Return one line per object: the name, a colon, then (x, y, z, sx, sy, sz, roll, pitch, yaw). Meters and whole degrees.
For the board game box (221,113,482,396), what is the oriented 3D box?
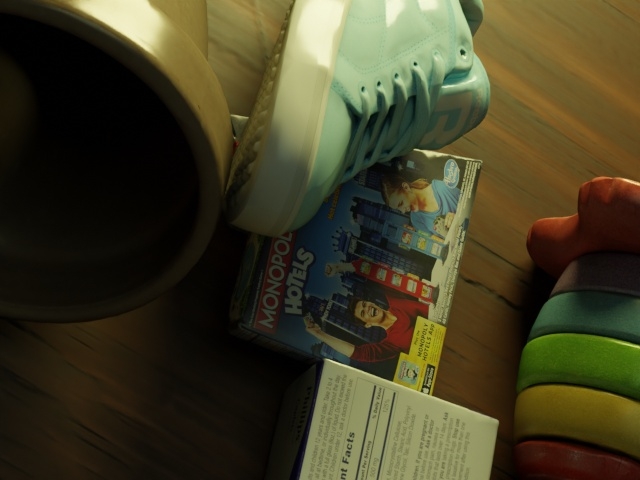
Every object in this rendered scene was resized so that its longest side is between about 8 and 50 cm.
board game box: (0.000, 0.000, 1.307, 0.194, 0.060, 0.194, 22, 62, -14)

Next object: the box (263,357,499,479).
box: (0.036, 0.165, 1.249, 0.137, 0.072, 0.126, 21, 63, -17)

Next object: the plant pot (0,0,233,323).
plant pot: (-0.170, -0.118, 1.187, 0.263, 0.263, 0.229, 26, 44, -13)

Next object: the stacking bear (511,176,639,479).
stacking bear: (0.197, 0.130, 1.297, 0.164, 0.175, 0.289, 23, 71, -7)

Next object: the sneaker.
sneaker: (0.043, -0.109, 1.257, 0.150, 0.135, 0.366, 22, 37, 0)
